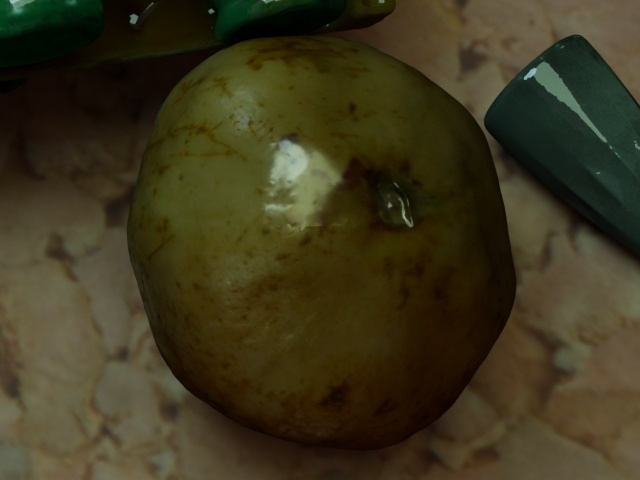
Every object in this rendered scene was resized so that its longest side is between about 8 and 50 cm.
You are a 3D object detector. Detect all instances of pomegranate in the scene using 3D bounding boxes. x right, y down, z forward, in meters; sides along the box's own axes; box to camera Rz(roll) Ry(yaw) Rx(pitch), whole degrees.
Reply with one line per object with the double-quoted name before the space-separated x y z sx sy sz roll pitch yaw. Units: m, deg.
"pomegranate" 0.000 0.000 1.094 0.248 0.248 0.248 1 67 -3

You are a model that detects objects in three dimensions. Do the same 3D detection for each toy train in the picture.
"toy train" -0.144 -0.177 1.140 0.429 0.249 0.178 -11 82 -26

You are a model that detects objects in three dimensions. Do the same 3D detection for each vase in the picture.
"vase" 0.204 -0.027 1.193 0.086 0.086 0.214 -38 79 -17
